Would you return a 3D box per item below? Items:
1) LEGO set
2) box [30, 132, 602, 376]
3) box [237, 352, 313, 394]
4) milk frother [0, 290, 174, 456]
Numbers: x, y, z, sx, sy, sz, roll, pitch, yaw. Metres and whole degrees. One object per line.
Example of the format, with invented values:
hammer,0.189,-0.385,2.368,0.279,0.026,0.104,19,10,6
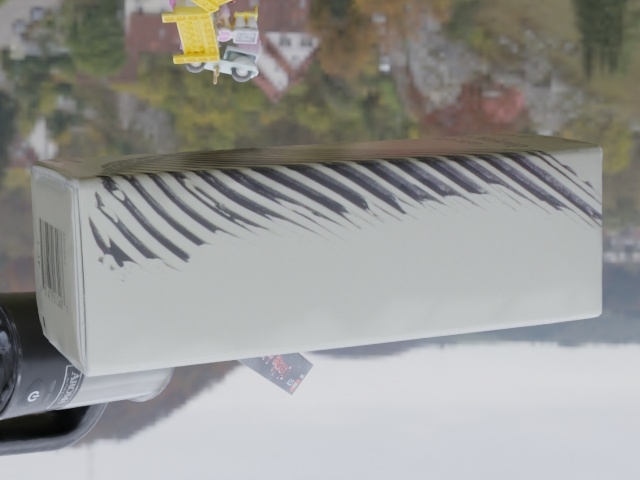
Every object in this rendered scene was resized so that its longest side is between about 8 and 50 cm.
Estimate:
LEGO set,-0.083,-0.263,1.337,0.132,0.107,0.287,6,156,-20
box,0.000,0.000,0.704,0.275,0.094,0.113,-6,-170,-23
box,-0.107,0.082,1.457,0.159,0.044,0.233,34,175,20
milk frother,-0.196,0.059,0.920,0.134,0.143,0.129,-1,144,-51
